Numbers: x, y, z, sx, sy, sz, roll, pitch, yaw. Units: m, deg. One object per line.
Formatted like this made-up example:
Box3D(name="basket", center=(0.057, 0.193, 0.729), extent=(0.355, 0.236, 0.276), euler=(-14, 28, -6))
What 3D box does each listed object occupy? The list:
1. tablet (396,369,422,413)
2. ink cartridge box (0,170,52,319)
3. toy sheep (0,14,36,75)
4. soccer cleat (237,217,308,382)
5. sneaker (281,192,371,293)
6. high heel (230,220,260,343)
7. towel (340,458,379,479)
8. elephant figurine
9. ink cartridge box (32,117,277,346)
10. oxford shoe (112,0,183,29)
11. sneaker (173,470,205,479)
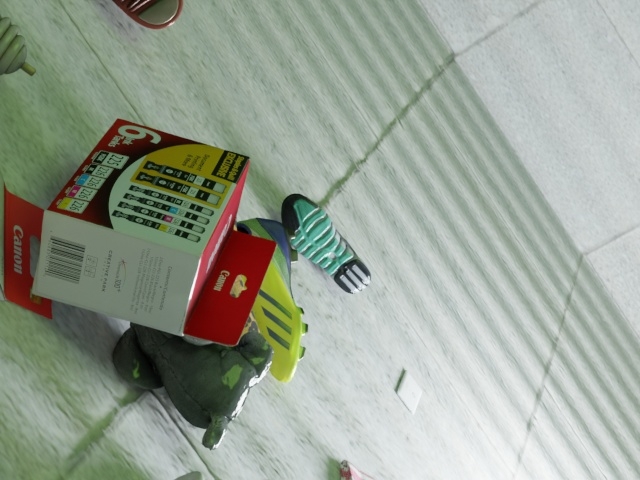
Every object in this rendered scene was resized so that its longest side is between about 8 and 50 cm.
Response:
Box3D(name="tablet", center=(0.164, 0.278, 2.316), extent=(0.054, 0.006, 0.083), euler=(54, 27, -12))
Box3D(name="ink cartridge box", center=(-0.409, -0.019, 1.578), extent=(0.225, 0.056, 0.181), euler=(30, 40, -43))
Box3D(name="toy sheep", center=(-0.447, -0.270, 1.731), extent=(0.132, 0.091, 0.091), euler=(30, 34, -14))
Box3D(name="soccer cleat", center=(-0.092, 0.094, 2.001), extent=(0.121, 0.093, 0.289), euler=(5, 57, -22))
Box3D(name="sneaker", center=(0.000, 0.000, 2.265), extent=(0.223, 0.083, 0.098), euler=(52, 4, -20))
Box3D(name="high heel", center=(-0.131, 0.063, 1.913), extent=(0.186, 0.093, 0.261), euler=(39, 49, -24))
Box3D(name="towel", center=(0.090, 0.452, 1.983), extent=(0.144, 0.029, 0.197), euler=(38, 33, -37))
Box3D(name="elephant figurine", center=(-0.199, 0.137, 1.704), extent=(0.239, 0.169, 0.186), euler=(43, -14, -12))
Box3D(name="ink cartridge box", center=(-0.198, -0.017, 1.682), extent=(0.272, 0.130, 0.309), euler=(16, 29, 0))
Box3D(name="oxford shoe", center=(-0.375, -0.488, 2.085), extent=(0.348, 0.123, 0.130), euler=(48, 2, -20))
Box3D(name="sneaker", center=(-0.172, 0.378, 1.564), extent=(0.094, 0.080, 0.212), euler=(65, 23, -15))
